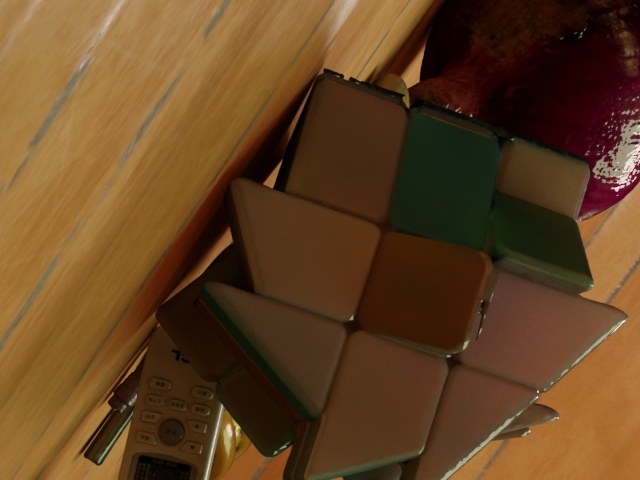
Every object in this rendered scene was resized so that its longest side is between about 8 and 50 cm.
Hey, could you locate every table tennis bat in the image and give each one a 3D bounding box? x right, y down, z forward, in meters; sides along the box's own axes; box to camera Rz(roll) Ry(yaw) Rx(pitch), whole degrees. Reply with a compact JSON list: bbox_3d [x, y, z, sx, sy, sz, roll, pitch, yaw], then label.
[{"bbox_3d":[-0.163,0.119,1.704,0.274,0.021,0.154,-56,176,-6],"label":"table tennis bat"}]

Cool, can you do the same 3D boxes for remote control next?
[{"bbox_3d":[-0.140,0.176,1.568,0.029,0.088,0.190,68,34,-79],"label":"remote control"}]

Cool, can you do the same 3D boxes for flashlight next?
[{"bbox_3d":[-0.169,0.127,1.612,0.110,0.052,0.031,-46,-158,-11],"label":"flashlight"}]

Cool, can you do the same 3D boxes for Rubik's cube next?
[{"bbox_3d":[0.056,0.057,1.490,0.358,0.387,0.368,127,-18,-78],"label":"Rubik's cube"}]

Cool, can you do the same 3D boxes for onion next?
[{"bbox_3d":[0.237,-0.179,2.011,0.385,0.347,0.347,-14,149,-39],"label":"onion"}]

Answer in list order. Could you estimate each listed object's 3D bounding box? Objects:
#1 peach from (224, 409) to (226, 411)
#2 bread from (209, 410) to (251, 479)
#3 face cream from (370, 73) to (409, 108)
[{"bbox_3d":[-0.146,0.187,2.026,0.083,0.083,0.083,-54,176,-6],"label":"peach"},{"bbox_3d":[-0.125,0.219,2.246,0.311,0.121,0.173,-52,174,-44],"label":"bread"},{"bbox_3d":[0.008,-0.058,1.823,0.285,0.067,0.139,-54,170,-34],"label":"face cream"}]
